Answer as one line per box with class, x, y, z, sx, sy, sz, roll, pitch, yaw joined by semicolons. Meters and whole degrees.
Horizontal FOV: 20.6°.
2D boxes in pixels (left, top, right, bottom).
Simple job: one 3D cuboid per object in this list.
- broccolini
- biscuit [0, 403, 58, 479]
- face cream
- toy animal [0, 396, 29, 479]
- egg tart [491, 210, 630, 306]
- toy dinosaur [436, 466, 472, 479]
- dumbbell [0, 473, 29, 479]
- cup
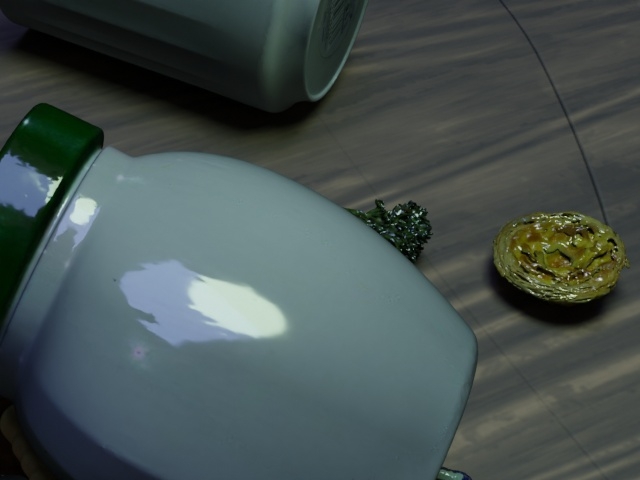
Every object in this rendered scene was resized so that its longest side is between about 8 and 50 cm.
broccolini;0.000;-0.012;1.584;0.201;0.058;0.074;10;32;-2
biscuit;-0.118;0.206;1.266;0.160;0.030;0.249;-10;53;-38
face cream;-0.082;0.070;1.235;0.357;0.219;0.312;26;39;-2
toy animal;-0.197;0.118;1.372;0.230;0.066;0.224;25;45;-2
egg tart;0.216;0.022;1.600;0.129;0.049;0.129;2;39;-1
toy dinosaur;0.102;0.200;1.366;0.180;0.037;0.058;34;20;17
dumbbell;-0.298;0.275;1.049;0.322;0.204;0.204;-14;45;-27
cup;-0.113;-0.316;1.744;0.327;0.323;0.237;19;-3;13
